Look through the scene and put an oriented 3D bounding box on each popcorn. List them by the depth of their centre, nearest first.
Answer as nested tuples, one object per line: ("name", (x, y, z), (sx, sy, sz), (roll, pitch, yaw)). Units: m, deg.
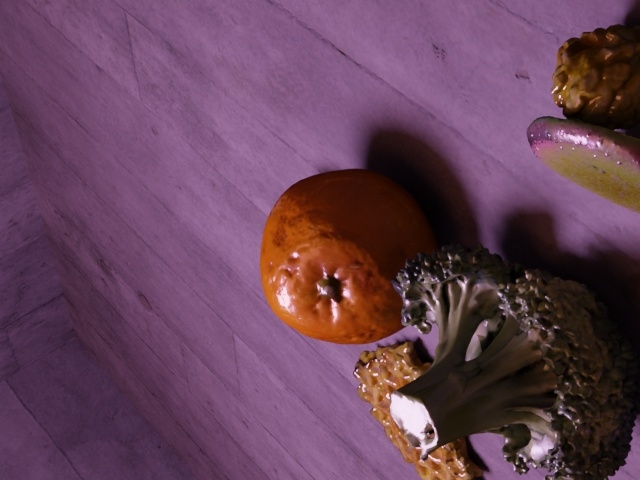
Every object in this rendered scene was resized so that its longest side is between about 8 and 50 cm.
("popcorn", (0.287, -0.167, 1.154), (0.116, 0.121, 0.106), (49, 141, 24))

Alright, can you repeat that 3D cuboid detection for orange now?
("orange", (0.041, 0.024, 1.665), (0.261, 0.261, 0.261), (42, 150, 31))

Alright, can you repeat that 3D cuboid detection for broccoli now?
("broccoli", (0.236, 0.138, 1.425), (0.249, 0.302, 0.375), (-49, 64, 24))

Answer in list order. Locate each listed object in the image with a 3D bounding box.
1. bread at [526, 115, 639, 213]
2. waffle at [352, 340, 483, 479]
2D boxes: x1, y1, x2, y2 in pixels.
("bread", (0.313, -0.065, 1.179), (0.228, 0.033, 0.228), (27, 176, 2))
("waffle", (0.170, 0.301, 1.961), (0.281, 0.058, 0.300), (0, 120, 62))
